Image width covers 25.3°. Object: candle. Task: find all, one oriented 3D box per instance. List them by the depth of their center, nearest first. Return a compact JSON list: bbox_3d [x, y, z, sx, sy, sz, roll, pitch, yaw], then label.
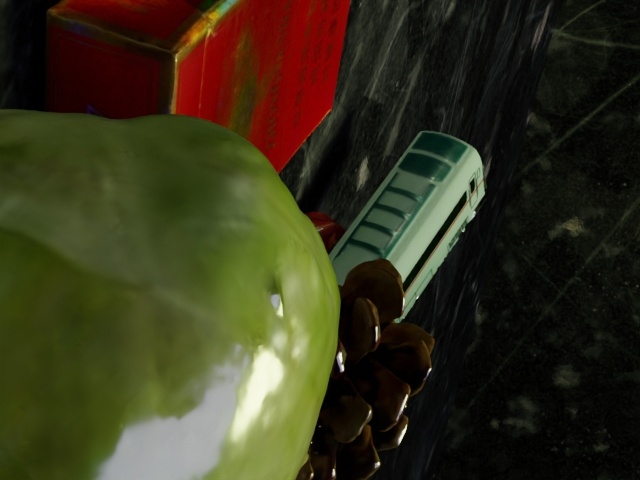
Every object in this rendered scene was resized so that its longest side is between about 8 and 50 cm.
[{"bbox_3d":[0.000,0.000,1.461,0.130,0.052,0.052,27,82,-76],"label":"candle"}]

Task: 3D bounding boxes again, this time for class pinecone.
[{"bbox_3d":[-0.017,0.093,1.173,0.201,0.202,0.229,34,32,-44],"label":"pinecone"}]

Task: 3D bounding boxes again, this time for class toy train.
[{"bbox_3d":[0.036,0.054,1.402,0.407,0.086,0.088,-54,154,-31],"label":"toy train"}]

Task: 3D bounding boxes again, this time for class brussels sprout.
[{"bbox_3d":[-0.123,0.074,0.682,0.328,0.247,0.328,-60,178,-4],"label":"brussels sprout"}]

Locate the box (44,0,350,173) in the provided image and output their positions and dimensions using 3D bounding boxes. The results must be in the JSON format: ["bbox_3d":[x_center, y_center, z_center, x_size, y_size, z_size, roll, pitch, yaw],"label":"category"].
[{"bbox_3d":[-0.072,-0.114,0.943,0.313,0.089,0.197,-55,161,-52],"label":"box"}]
